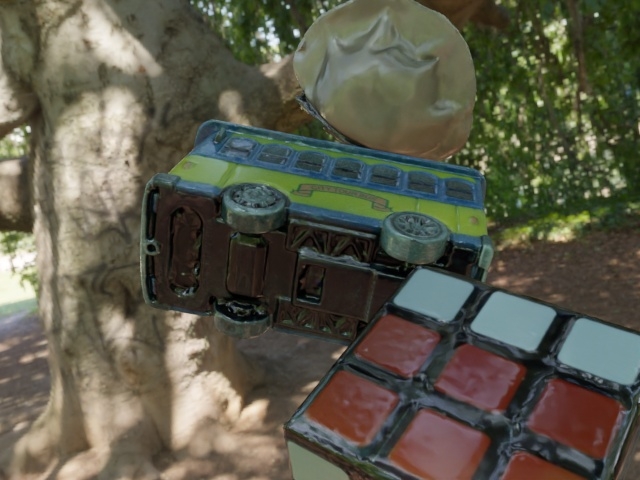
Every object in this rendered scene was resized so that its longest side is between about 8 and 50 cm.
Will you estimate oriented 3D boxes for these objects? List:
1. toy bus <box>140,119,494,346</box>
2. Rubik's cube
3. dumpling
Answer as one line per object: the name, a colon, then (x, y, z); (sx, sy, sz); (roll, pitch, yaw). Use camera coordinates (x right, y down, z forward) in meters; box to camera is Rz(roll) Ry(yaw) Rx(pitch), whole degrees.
toy bus: (0.000, 0.000, 0.670); (0.312, 0.152, 0.190); (11, 30, 4)
Rubik's cube: (0.090, 0.135, 0.409); (0.163, 0.162, 0.160); (17, 44, 30)
dumpling: (0.084, -0.218, 0.972); (0.163, 0.293, 0.204); (-51, -9, -27)
